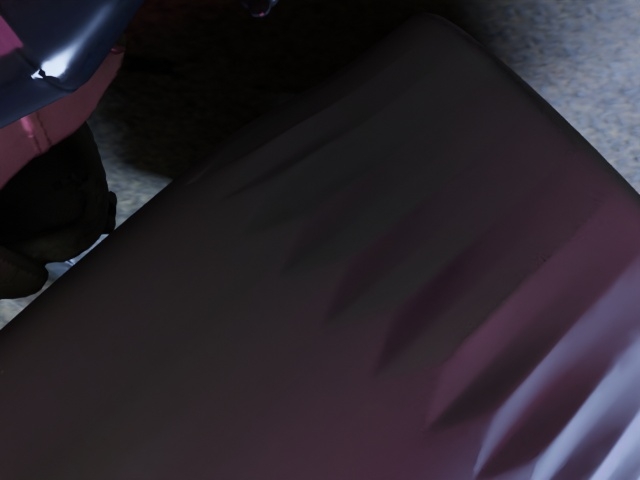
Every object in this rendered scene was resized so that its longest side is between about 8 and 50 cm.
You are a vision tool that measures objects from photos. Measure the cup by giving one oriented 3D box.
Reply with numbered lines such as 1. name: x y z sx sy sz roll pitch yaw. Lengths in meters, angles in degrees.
1. cup: -0.024 0.103 0.654 0.371 0.253 0.253 -44 145 2

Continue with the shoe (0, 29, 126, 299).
1. shoe: -0.192 -0.013 0.666 0.211 0.132 0.342 9 148 -17

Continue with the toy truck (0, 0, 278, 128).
1. toy truck: -0.065 -0.112 0.442 0.224 0.165 0.147 -13 151 19
